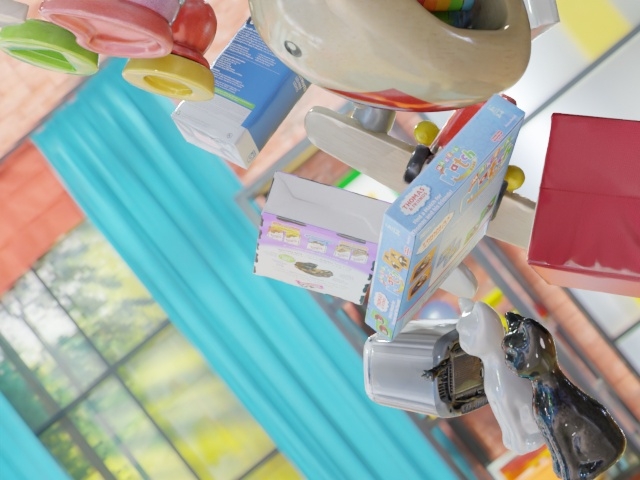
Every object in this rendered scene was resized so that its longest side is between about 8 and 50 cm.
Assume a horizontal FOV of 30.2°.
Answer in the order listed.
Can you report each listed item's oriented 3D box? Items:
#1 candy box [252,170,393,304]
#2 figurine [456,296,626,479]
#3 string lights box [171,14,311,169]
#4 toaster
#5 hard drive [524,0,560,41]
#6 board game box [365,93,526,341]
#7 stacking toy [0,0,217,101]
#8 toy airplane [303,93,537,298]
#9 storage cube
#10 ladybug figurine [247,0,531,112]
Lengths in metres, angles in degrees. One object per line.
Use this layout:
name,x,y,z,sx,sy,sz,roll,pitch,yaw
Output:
candy box,0.000,0.000,1.608,0.196,0.165,0.070,106,180,-63
figurine,0.248,0.165,1.431,0.092,0.209,0.215,-33,15,-13
string lights box,-0.102,-0.252,1.877,0.259,0.133,0.076,-54,-28,-17
toaster,0.162,0.182,1.714,0.146,0.129,0.227,1,8,39
hard drive,0.241,-0.416,1.577,0.040,0.307,0.203,-12,0,-7
board game box,0.109,-0.015,1.073,0.160,0.039,0.211,-46,-17,-23
stacking toy,-0.271,-0.290,1.457,0.309,0.280,0.130,57,-136,-78
toy airplane,0.211,-0.092,1.789,0.384,0.386,0.272,-4,49,45
storage cube,0.361,-0.034,1.385,0.215,0.193,0.183,27,-107,-69
ladybug figurine,0.073,-0.259,1.283,0.162,0.305,0.449,-36,-16,32
